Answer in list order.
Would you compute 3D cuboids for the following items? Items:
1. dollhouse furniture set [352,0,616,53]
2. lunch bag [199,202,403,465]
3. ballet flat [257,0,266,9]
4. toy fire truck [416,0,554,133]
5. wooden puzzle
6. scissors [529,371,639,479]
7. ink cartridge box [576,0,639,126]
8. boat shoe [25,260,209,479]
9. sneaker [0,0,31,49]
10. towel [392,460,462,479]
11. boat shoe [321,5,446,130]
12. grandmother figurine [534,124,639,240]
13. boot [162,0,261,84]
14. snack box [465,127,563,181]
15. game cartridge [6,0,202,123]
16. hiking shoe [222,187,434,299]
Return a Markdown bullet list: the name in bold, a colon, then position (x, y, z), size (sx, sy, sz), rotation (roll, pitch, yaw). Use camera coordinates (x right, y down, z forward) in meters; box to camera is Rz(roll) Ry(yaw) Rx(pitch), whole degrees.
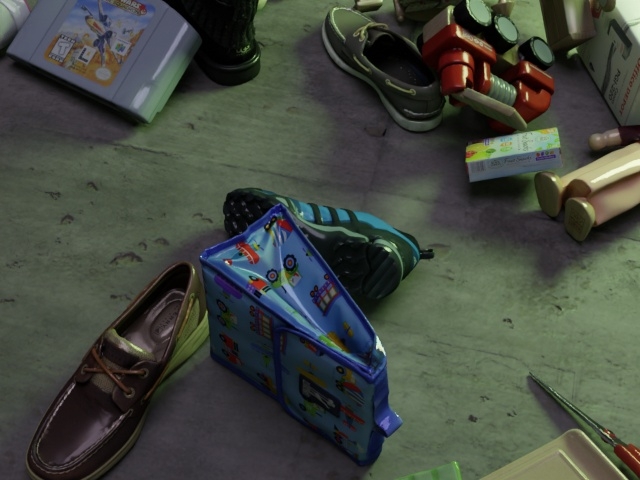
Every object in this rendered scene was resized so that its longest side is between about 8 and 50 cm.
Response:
- **dollhouse furniture set**: position (0.261, -0.385, 1.785), size (0.356, 0.303, 0.173), rotation (-11, 89, -9)
- **lunch bag**: position (-0.004, 0.137, 1.341), size (0.138, 0.221, 0.293), rotation (-34, 59, -26)
- **ballet flat**: position (-0.171, -0.508, 1.962), size (0.086, 0.086, 0.248), rotation (-27, 56, -22)
- **toy fire truck**: position (0.270, -0.230, 1.656), size (0.217, 0.158, 0.246), rotation (25, 52, -30)
- **wooden puzzle**: position (0.272, 0.354, 1.274), size (0.239, 0.044, 0.221), rotation (-26, 46, -15)
- **scissors**: position (0.383, 0.262, 1.375), size (0.109, 0.021, 0.297), rotation (13, 21, -37)
- **ink cartridge box**: position (0.511, -0.306, 1.764), size (0.092, 0.158, 0.218), rotation (-10, 51, -12)
- **boat shoe**: position (-0.255, 0.160, 1.378), size (0.123, 0.123, 0.342), rotation (27, 55, 19)
- **sneaker**: position (-0.619, -0.395, 1.841), size (0.252, 0.103, 0.111), rotation (23, 52, 17)
- **towel**: position (0.127, 0.345, 1.279), size (0.113, 0.023, 0.152), rotation (-19, 49, 13)
- **boat shoe**: position (0.103, -0.307, 1.796), size (0.109, 0.091, 0.305), rotation (-25, 55, -21)
- **grandmother figurine**: position (0.504, -0.117, 1.647), size (0.342, 0.104, 0.208), rotation (-28, 62, -20)
- **boot**: position (-0.202, -0.451, 1.796), size (0.131, 0.260, 0.348), rotation (-31, 58, -24)
- **snack box**: position (0.292, -0.131, 1.644), size (0.141, 0.037, 0.100), rotation (-8, 23, 12)
- **game cartridge**: position (-0.353, -0.331, 1.778), size (0.297, 0.062, 0.198), rotation (26, 85, 20)
- **hiking shoe**: position (0.000, 0.000, 1.552), size (0.304, 0.113, 0.132), rotation (24, 23, 25)
